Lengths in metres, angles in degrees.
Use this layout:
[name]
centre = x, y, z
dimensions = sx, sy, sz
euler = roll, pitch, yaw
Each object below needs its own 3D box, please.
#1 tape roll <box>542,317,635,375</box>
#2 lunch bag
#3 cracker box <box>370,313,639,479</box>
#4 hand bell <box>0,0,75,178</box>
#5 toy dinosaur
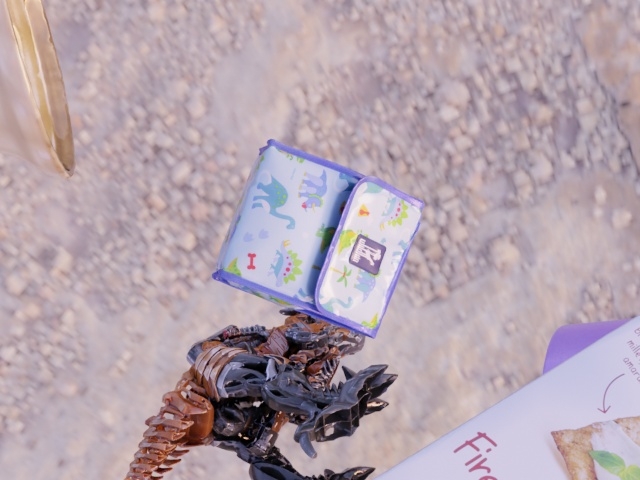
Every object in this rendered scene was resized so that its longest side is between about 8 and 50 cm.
[tape roll]
centre = 0.310, 0.220, 1.836
dimensions = 0.090, 0.275, 0.274
euler = -8, 67, 22
[lunch bag]
centre = 0.000, 0.000, 1.496
dimensions = 0.151, 0.096, 0.128
euler = 22, 85, -8
[cracker box]
centre = 0.122, 0.128, 0.692
dimensions = 0.232, 0.067, 0.155
euler = -31, 69, -7
[hand bell]
centre = -0.234, -0.058, 0.718
dimensions = 0.242, 0.126, 0.126
euler = -13, 66, 0
[toy dinosaur]
centre = -0.057, 0.162, 1.646
dimensions = 0.218, 0.164, 0.322
euler = 27, 56, 28
